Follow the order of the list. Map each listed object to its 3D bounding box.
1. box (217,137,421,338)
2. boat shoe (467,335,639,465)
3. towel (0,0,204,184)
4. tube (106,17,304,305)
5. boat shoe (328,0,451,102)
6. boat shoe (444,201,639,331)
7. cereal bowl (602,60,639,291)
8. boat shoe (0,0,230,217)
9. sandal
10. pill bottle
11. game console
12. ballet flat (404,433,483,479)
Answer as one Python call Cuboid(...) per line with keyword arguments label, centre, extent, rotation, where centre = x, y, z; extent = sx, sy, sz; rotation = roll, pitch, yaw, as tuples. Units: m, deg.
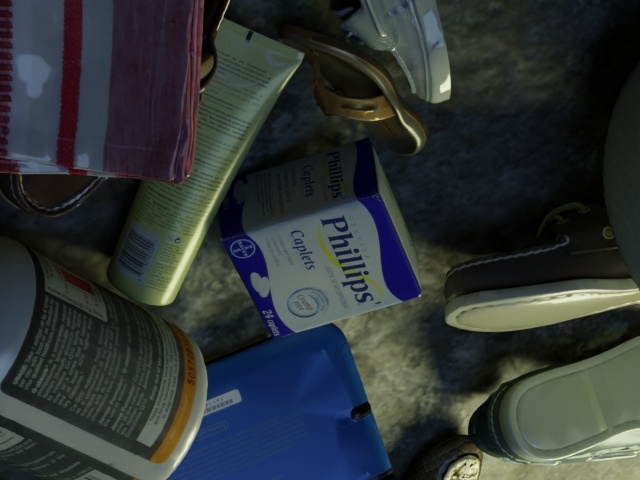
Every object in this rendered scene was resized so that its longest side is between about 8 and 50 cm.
Cuboid(label="box", centre=(0.000, 0.000, 1.472), extent=(0.137, 0.072, 0.126), rotation=(-17, 131, 9))
Cuboid(label="boat shoe", centre=(0.287, 0.161, 1.761), extent=(0.319, 0.116, 0.099), rotation=(-8, 170, -32))
Cuboid(label="towel", centre=(-0.244, -0.155, 1.199), extent=(0.329, 0.037, 0.237), rotation=(3, 116, -3))
Cuboid(label="tube", centre=(-0.100, -0.062, 1.411), extent=(0.070, 0.062, 0.240), rotation=(3, 121, -42))
Cuboid(label="boat shoe", centre=(0.044, -0.197, 1.388), extent=(0.081, 0.079, 0.227), rotation=(-17, 129, 5))
Cuboid(label="boat shoe", centre=(0.254, 0.015, 1.622), extent=(0.324, 0.097, 0.116), rotation=(-8, 165, -18))
Cuboid(label="cereal bowl", centre=(0.385, -0.036, 1.551), extent=(0.339, 0.339, 0.141), rotation=(-5, 167, -24))
Cuboid(label="boat shoe", centre=(-0.135, -0.148, 1.289), extent=(0.123, 0.123, 0.342), rotation=(22, 110, -36))
Cuboid(label="sandal", centre=(0.026, -0.112, 1.427), extent=(0.180, 0.072, 0.049), rotation=(46, 67, -45))
Cuboid(label="pill bottle", centre=(-0.234, 0.090, 1.381), extent=(0.278, 0.162, 0.162), rotation=(33, 104, -39))
Cuboid(label="game console", centre=(-0.095, 0.227, 1.638), extent=(0.293, 0.173, 0.250), rotation=(-21, 98, -13))
Cuboid(label="ballet flat", centre=(0.097, 0.302, 1.766), extent=(0.084, 0.058, 0.250), rotation=(15, 114, -35))
